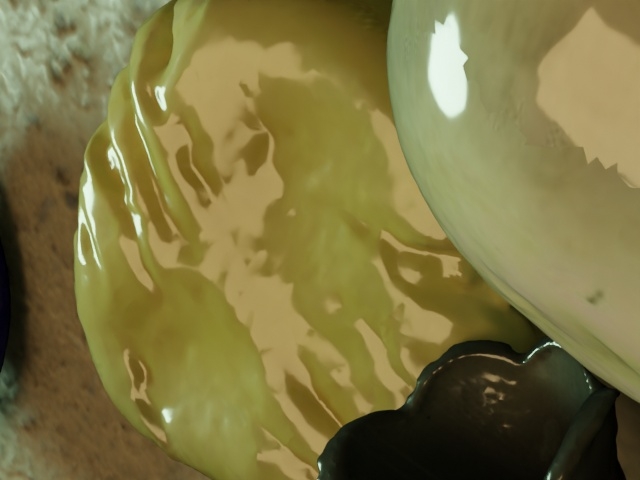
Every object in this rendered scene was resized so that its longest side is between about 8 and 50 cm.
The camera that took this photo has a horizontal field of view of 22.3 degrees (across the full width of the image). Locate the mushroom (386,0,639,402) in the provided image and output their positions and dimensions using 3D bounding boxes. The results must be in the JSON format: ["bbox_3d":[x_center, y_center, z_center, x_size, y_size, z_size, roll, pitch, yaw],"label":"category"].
[{"bbox_3d":[0.158,-0.050,0.463,0.260,0.234,0.254,38,172,-18],"label":"mushroom"}]

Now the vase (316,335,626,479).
[{"bbox_3d":[0.100,0.157,0.581,0.115,0.115,0.237,-8,120,44],"label":"vase"}]

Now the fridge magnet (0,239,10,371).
[{"bbox_3d":[-0.305,0.033,0.899,0.265,0.113,0.265,0,101,2],"label":"fridge magnet"}]

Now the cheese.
[{"bbox_3d":[0.000,0.000,0.674,0.226,0.117,0.214,29,117,28],"label":"cheese"}]
